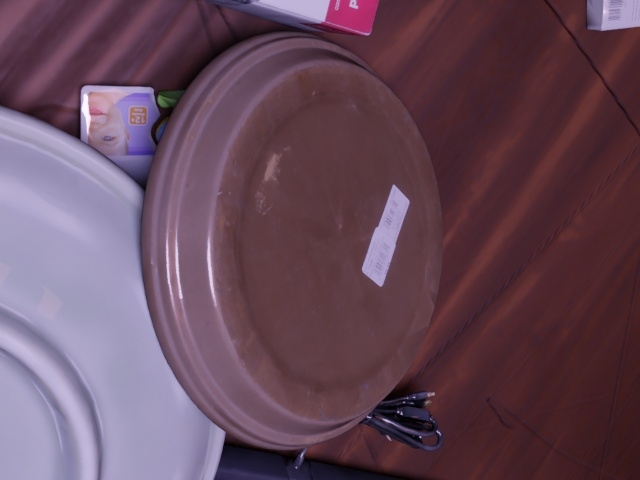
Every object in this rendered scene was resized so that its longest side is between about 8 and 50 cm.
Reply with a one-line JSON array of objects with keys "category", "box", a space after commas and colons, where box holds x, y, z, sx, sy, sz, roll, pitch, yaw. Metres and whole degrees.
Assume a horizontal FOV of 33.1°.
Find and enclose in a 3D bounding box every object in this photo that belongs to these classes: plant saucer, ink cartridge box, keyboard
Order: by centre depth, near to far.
[{"category": "plant saucer", "box": [-0.238, 0.118, 0.615, 0.400, 0.100, 0.401, -5, 107, -17]}, {"category": "ink cartridge box", "box": [-0.050, -0.176, 0.663, 0.150, 0.109, 0.063, 11, 98, -29]}, {"category": "plant saucer", "box": [0.000, 0.000, 0.710, 0.277, 0.041, 0.278, 0, 90, -49]}, {"category": "keyboard", "box": [-0.022, 0.187, 0.796, 0.317, 0.033, 0.202, 17, 104, -30]}]

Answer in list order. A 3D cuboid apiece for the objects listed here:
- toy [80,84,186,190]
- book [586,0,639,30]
[{"category": "toy", "box": [-0.091, 0.018, 0.722, 0.136, 0.056, 0.237, -2, 104, -25]}, {"category": "book", "box": [0.280, -0.223, 0.864, 0.144, 0.035, 0.096, -10, 110, -24]}]
